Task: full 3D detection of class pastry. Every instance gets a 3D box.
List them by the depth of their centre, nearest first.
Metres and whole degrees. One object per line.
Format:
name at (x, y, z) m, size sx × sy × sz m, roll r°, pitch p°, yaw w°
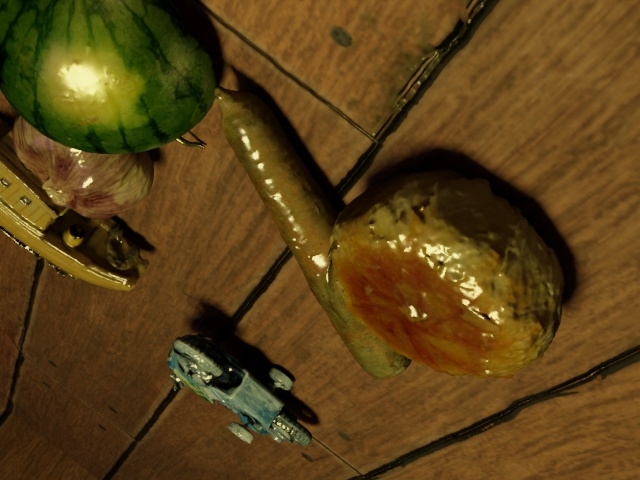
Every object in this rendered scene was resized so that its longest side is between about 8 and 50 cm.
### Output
pastry at (0.093, 0.028, 0.893) m, size 0.192 × 0.093 × 0.182 m, roll -3°, pitch 131°, yaw 54°

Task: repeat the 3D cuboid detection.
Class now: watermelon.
watermelon at (-0.193, -0.141, 0.936) m, size 0.204 × 0.127 × 0.232 m, roll 33°, pitch 159°, yaw 1°

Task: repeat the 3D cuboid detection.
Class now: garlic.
garlic at (-0.233, -0.082, 1.104) m, size 0.147 × 0.102 × 0.159 m, roll 36°, pitch 155°, yaw 9°

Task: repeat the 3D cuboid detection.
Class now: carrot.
carrot at (0.000, -0.001, 0.997) m, size 0.070 × 0.070 × 0.342 m, roll 9°, pitch 140°, yaw 44°

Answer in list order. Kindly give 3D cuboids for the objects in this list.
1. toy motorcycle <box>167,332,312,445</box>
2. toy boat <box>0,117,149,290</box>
toy motorcycle at (-0.109, 0.181, 1.402) m, size 0.135 × 0.092 × 0.254 m, roll 18°, pitch 159°, yaw 51°
toy boat at (-0.321, -0.062, 1.265) m, size 0.321 × 0.089 × 0.121 m, roll 43°, pitch 142°, yaw -13°
